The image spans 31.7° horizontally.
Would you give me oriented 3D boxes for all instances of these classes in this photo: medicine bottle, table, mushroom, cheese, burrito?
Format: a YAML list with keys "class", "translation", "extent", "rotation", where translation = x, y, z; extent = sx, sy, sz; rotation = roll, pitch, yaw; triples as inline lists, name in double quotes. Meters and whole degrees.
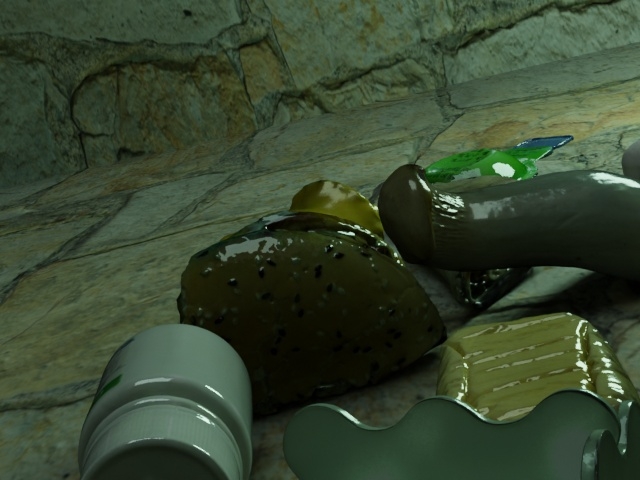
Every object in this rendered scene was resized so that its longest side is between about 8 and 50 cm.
- class: "medicine bottle"
  translation: [-0.120, 0.163, 0.888]
  extent: [0.139, 0.139, 0.237]
  rotation: [-14, 15, -1]
- class: "table"
  translation: [0.073, 0.166, 0.618]
  extent: [0.198, 0.167, 0.166]
  rotation: [-7, 15, 26]
- class: "mushroom"
  translation: [0.214, -0.013, 1.168]
  extent: [0.328, 0.122, 0.159]
  rotation: [2, -20, -15]
- class: "cheese"
  translation: [0.248, -0.096, 1.664]
  extent: [0.320, 0.083, 0.204]
  rotation: [-27, 17, -35]
- class: "burrito"
  translation: [0.191, -0.019, 1.366]
  extent: [0.175, 0.107, 0.348]
  rotation: [-35, 13, 0]

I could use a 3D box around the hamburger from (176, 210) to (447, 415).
- class: "hamburger"
  translation: [-0.024, 0.061, 1.125]
  extent: [0.288, 0.192, 0.168]
  rotation: [-16, 23, -6]

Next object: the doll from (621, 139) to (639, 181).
- class: "doll"
  translation: [0.448, -0.073, 1.356]
  extent: [0.160, 0.094, 0.365]
  rotation: [-13, 14, 14]

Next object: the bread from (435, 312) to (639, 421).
- class: "bread"
  translation: [0.154, 0.132, 0.797]
  extent: [0.140, 0.106, 0.236]
  rotation: [-13, 13, 7]

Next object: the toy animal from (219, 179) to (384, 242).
- class: "toy animal"
  translation: [-0.005, 0.000, 1.421]
  extent: [0.156, 0.156, 0.229]
  rotation: [-5, 13, 32]
